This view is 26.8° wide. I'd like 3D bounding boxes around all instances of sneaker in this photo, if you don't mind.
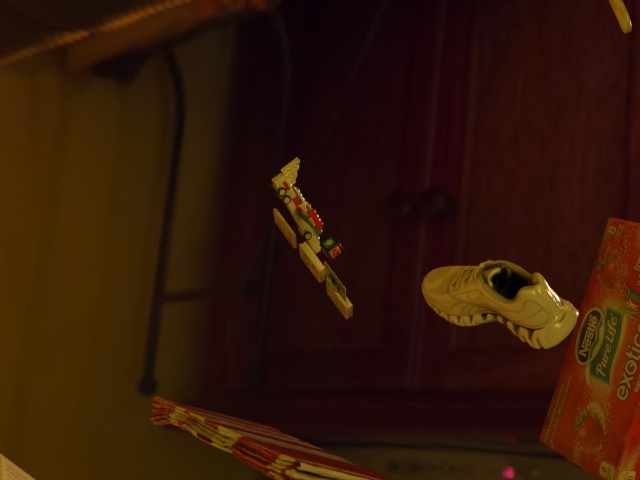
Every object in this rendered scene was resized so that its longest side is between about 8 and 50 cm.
[{"bbox_3d":[0.260,0.073,2.069,0.292,0.110,0.118,12,149,50],"label":"sneaker"}]

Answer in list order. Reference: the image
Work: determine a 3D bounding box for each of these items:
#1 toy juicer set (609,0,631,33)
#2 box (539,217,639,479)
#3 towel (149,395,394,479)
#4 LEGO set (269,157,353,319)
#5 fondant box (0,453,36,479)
[{"bbox_3d":[0.330,-0.449,1.871,0.089,0.209,0.329,-24,136,13],"label":"toy juicer set"},{"bbox_3d":[0.342,0.119,1.386,0.128,0.257,0.122,9,-169,-33],"label":"box"},{"bbox_3d":[-0.052,0.286,1.795,0.237,0.037,0.329,21,175,-40],"label":"towel"},{"bbox_3d":[0.000,0.000,1.828,0.060,0.182,0.244,-35,167,-8],"label":"LEGO set"},{"bbox_3d":[-0.202,0.356,1.081,0.238,0.096,0.330,46,-170,-29],"label":"fondant box"}]
